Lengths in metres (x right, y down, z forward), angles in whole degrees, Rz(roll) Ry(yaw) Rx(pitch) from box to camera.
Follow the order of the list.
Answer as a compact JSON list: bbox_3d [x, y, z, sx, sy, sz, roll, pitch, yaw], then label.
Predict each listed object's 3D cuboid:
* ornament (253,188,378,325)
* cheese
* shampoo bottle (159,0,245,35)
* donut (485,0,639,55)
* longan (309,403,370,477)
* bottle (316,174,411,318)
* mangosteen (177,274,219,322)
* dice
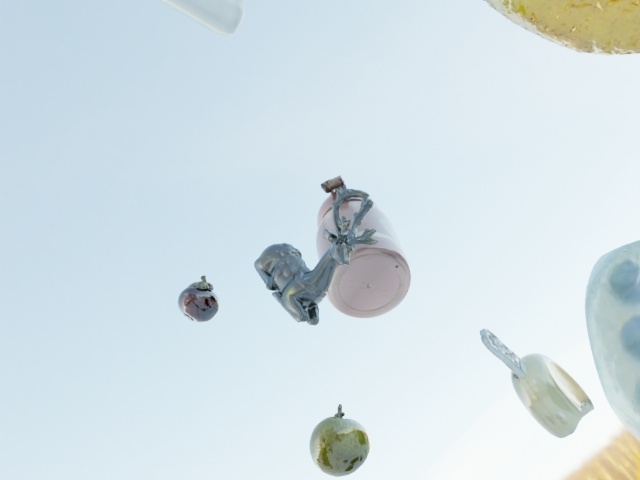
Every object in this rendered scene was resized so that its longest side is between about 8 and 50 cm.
[{"bbox_3d":[0.000,0.000,1.323,0.080,0.202,0.236,23,-73,-38],"label":"ornament"},{"bbox_3d":[0.363,0.230,1.326,0.071,0.249,0.163,-43,-4,21],"label":"cheese"},{"bbox_3d":[-0.176,-0.269,0.741,0.220,0.108,0.051,22,-66,-36],"label":"shampoo bottle"},{"bbox_3d":[0.116,-0.140,0.309,0.152,0.151,0.058,104,-170,-48],"label":"donut"},{"bbox_3d":[0.022,0.229,0.899,0.075,0.083,0.075,-2,-24,-1],"label":"longan"},{"bbox_3d":[0.071,-0.003,1.599,0.173,0.297,0.206,-22,-59,8],"label":"bottle"},{"bbox_3d":[-0.229,0.118,1.485,0.081,0.081,0.081,-27,-31,-18],"label":"mangosteen"},{"bbox_3d":[0.530,0.120,1.029,0.262,0.268,0.264,1,-16,-44],"label":"dice"}]
